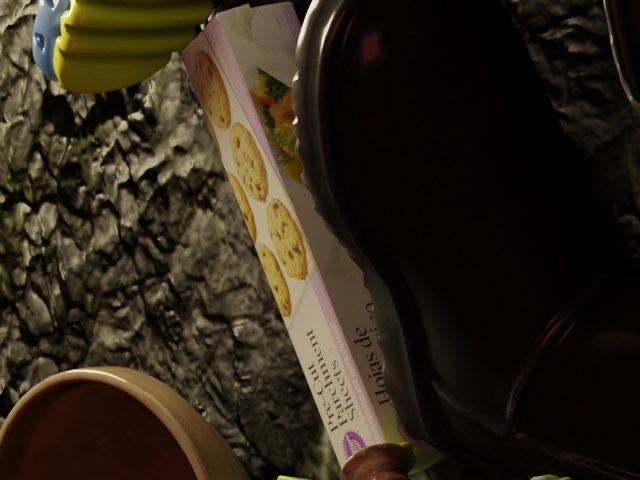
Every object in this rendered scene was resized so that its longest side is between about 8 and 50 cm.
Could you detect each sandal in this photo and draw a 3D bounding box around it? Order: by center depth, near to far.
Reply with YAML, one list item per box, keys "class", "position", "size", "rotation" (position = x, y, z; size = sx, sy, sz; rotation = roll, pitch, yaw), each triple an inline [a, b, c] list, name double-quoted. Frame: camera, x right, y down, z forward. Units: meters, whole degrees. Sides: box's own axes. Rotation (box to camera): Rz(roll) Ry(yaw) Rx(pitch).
- class: "sandal"
  position: [-0.124, -0.254, 1.273]
  size: [0.138, 0.126, 0.317]
  rotation: [33, 105, 36]

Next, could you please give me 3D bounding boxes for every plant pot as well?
- class: "plant pot"
  position: [-0.120, 0.201, 1.309]
  size: [0.237, 0.110, 0.237]
  rotation: [5, 98, 39]

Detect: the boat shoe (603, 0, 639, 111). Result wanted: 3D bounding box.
- class: "boat shoe"
  position: [0.192, -0.176, 1.040]
  size: [0.080, 0.073, 0.223]
  rotation: [-5, 91, 39]

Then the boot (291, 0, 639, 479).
- class: "boot"
  position: [0.212, 0.053, 0.921]
  size: [0.445, 0.146, 0.367]
  rotation: [27, 151, 38]

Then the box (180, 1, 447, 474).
- class: "box"
  position: [0.000, 0.000, 1.213]
  size: [0.067, 0.063, 0.324]
  rotation: [-39, 69, 56]

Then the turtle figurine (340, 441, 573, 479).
- class: "turtle figurine"
  position: [0.085, 0.228, 1.068]
  size: [0.217, 0.087, 0.269]
  rotation: [35, 135, 42]

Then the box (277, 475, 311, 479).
- class: "box"
  position: [0.041, 0.222, 1.205]
  size: [0.178, 0.042, 0.109]
  rotation: [9, 86, 36]
